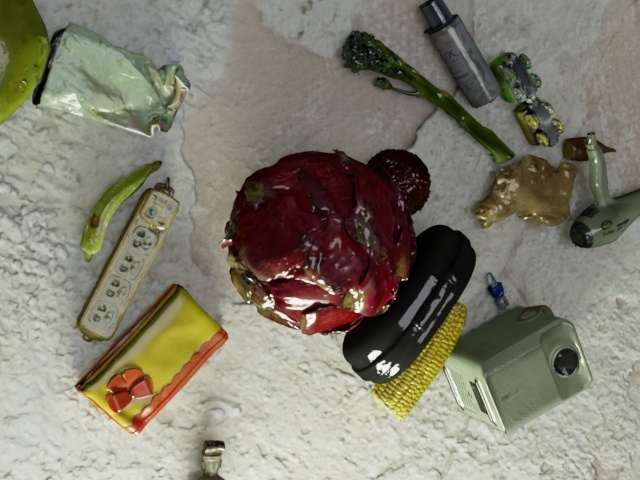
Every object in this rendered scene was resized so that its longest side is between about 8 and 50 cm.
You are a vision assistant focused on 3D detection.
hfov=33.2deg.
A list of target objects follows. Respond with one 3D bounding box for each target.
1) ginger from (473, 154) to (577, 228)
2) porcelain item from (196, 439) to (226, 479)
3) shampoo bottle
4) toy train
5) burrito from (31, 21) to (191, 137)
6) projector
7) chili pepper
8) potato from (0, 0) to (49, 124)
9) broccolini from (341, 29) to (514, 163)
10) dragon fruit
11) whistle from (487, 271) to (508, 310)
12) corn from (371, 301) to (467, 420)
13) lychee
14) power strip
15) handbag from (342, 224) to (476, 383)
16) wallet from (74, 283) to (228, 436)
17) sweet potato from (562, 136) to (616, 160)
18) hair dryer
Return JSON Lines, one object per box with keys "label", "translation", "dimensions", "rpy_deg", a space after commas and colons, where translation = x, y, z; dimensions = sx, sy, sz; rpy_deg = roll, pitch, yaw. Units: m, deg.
{"label": "ginger", "translation": [0.386, -0.093, 2.021], "dimensions": [0.213, 0.074, 0.137], "rpy_deg": [-2, 95, -15]}
{"label": "porcelain item", "translation": [-0.196, 0.446, 1.847], "dimensions": [0.084, 0.054, 0.213], "rpy_deg": [4, 94, -24]}
{"label": "shampoo bottle", "translation": [0.250, -0.343, 1.947], "dimensions": [0.072, 0.072, 0.214], "rpy_deg": [-39, 107, -14]}
{"label": "toy train", "translation": [0.384, -0.262, 2.003], "dimensions": [0.060, 0.081, 0.202], "rpy_deg": [-38, 113, -13]}
{"label": "burrito", "translation": [-0.332, -0.250, 1.722], "dimensions": [0.229, 0.089, 0.144], "rpy_deg": [18, 102, -20]}
{"label": "projector", "translation": [0.368, 0.229, 1.982], "dimensions": [0.242, 0.177, 0.163], "rpy_deg": [-26, 105, -18]}
{"label": "chili pepper", "translation": [-0.336, -0.060, 1.759], "dimensions": [0.049, 0.043, 0.208], "rpy_deg": [35, 81, -7]}
{"label": "potato", "translation": [-0.512, -0.276, 1.608], "dimensions": [0.186, 0.148, 0.253], "rpy_deg": [12, 83, 2]}
{"label": "broccolini", "translation": [0.193, -0.243, 1.943], "dimensions": [0.392, 0.074, 0.079], "rpy_deg": [37, 40, -21]}
{"label": "dragon fruit", "translation": [0.001, 0.003, 1.753], "dimensions": [0.329, 0.329, 0.329], "rpy_deg": [-2, 95, -21]}
{"label": "whistle", "translation": [0.337, 0.096, 2.040], "dimensions": [0.083, 0.029, 0.033], "rpy_deg": [62, 37, -20]}
{"label": "corn", "translation": [0.182, 0.208, 1.953], "dimensions": [0.093, 0.093, 0.244], "rpy_deg": [33, 83, -20]}
{"label": "lychee", "translation": [0.137, -0.098, 1.899], "dimensions": [0.123, 0.123, 0.129], "rpy_deg": [-32, 113, -16]}
{"label": "power strip", "translation": [-0.314, 0.033, 1.773], "dimensions": [0.064, 0.044, 0.305], "rpy_deg": [29, 84, -20]}
{"label": "handbag", "translation": [0.151, 0.106, 1.849], "dimensions": [0.093, 0.254, 0.308], "rpy_deg": [37, 80, -7]}
{"label": "wallet", "translation": [-0.275, 0.203, 1.791], "dimensions": [0.241, 0.067, 0.141], "rpy_deg": [-47, 110, -12]}
{"label": "sweet potato", "translation": [0.524, -0.175, 2.077], "dimensions": [0.117, 0.049, 0.049], "rpy_deg": [0, 94, -21]}
{"label": "hair dryer", "translation": [0.578, -0.101, 2.082], "dimensions": [0.219, 0.088, 0.224], "rpy_deg": [-6, 105, -36]}
